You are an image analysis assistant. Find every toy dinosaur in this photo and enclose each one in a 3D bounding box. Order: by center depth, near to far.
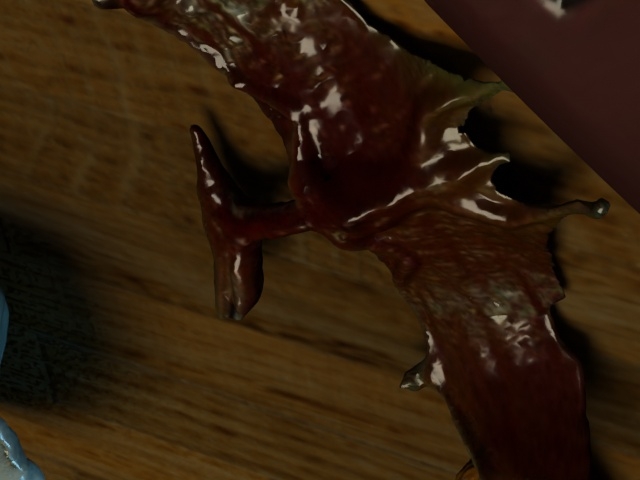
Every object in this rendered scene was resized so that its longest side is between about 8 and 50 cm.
[{"bbox_3d":[0.003,-0.005,0.696,0.206,0.113,0.327,10,139,26],"label":"toy dinosaur"}]

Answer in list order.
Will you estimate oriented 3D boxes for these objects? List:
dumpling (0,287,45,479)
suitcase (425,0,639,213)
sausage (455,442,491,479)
[{"bbox_3d":[-0.226,0.062,0.936,0.175,0.243,0.227,-31,142,10],"label":"dumpling"},{"bbox_3d":[0.135,-0.140,0.389,0.236,0.161,0.297,44,144,-17],"label":"suitcase"},{"bbox_3d":[0.113,0.147,0.853,0.062,0.054,0.183,11,144,48],"label":"sausage"}]
